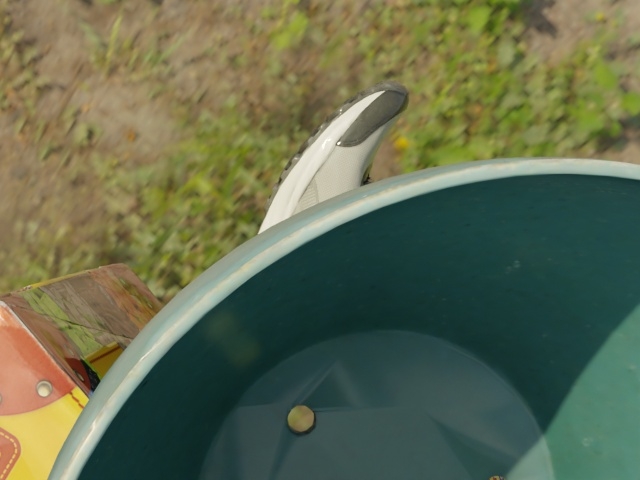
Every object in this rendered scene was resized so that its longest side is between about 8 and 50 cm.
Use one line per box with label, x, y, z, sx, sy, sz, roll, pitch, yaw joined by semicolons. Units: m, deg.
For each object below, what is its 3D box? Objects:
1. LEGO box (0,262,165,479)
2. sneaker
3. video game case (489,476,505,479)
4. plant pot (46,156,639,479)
LEGO box;-0.266;0.248;1.083;0.500;0.372;0.193;-41;89;5
sneaker;0.000;0.000;1.437;0.108;0.100;0.271;30;98;2
video game case;0.190;0.178;1.448;0.035;0.248;0.275;-10;77;-23
plant pot;0.040;0.110;0.597;0.290;0.195;0.290;-2;98;-12
